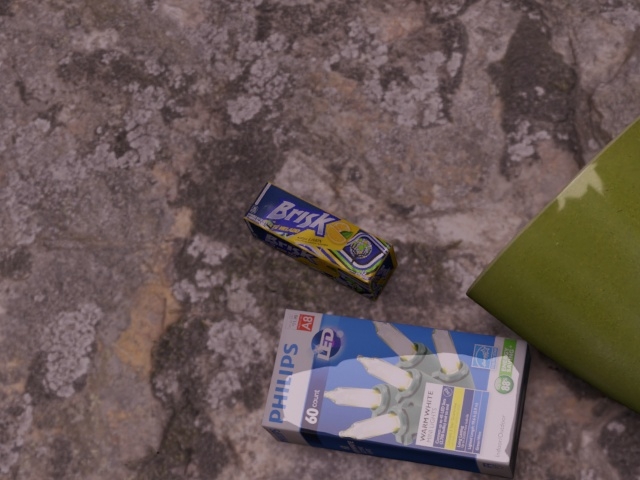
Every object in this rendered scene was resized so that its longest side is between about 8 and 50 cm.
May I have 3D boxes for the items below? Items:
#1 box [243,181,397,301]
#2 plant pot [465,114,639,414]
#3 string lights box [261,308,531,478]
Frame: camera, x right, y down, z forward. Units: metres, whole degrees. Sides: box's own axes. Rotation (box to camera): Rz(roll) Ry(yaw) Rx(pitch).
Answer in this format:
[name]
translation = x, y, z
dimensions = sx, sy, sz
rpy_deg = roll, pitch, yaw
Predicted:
[box]
translation = 0.000, 0.000, 1.462
dimensions = 0.169, 0.059, 0.054
rpy_deg = 27, 73, 20
[plant pot]
translation = 0.343, 0.060, 1.279
dimensions = 0.275, 0.275, 0.293
rpy_deg = -43, 81, -8
[string lights box]
translation = 0.082, 0.160, 1.370
dimensions = 0.259, 0.077, 0.133
rpy_deg = 6, 71, 14
